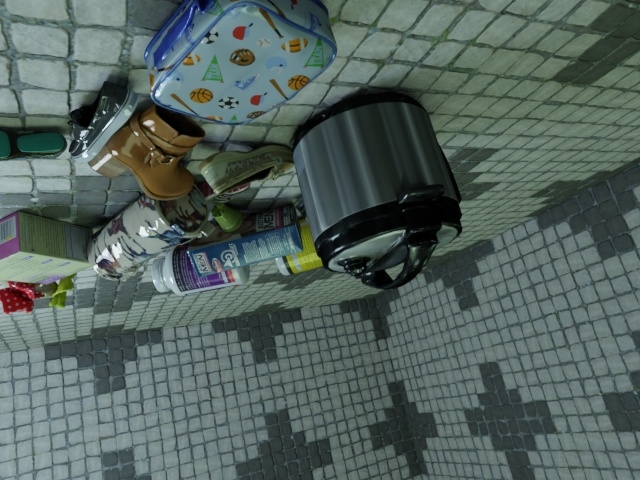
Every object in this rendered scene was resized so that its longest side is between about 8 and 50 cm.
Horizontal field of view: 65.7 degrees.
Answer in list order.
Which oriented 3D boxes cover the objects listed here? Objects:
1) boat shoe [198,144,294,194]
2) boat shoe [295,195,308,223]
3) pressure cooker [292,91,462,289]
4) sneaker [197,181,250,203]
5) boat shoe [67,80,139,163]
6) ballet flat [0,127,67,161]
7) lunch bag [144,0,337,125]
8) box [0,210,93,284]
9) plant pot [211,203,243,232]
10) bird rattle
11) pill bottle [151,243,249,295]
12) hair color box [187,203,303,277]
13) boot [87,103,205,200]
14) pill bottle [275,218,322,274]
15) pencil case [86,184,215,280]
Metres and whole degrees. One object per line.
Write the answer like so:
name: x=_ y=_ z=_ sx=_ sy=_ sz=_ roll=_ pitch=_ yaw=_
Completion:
boat shoe: x=-0.165 y=-0.170 z=1.225 sx=0.285 sy=0.089 sz=0.104 roll=-18 pitch=167 yaw=-43
boat shoe: x=-0.001 y=-0.143 z=1.570 sx=0.183 sy=0.083 sz=0.065 roll=-46 pitch=155 yaw=12
pressure cooker: x=0.139 y=-0.091 z=1.212 sx=0.376 sy=0.420 sz=0.370 roll=-21 pitch=161 yaw=22
sneaker: x=-0.259 y=-0.141 z=1.365 sx=0.170 sy=0.063 sz=0.075 roll=-14 pitch=164 yaw=21
boat shoe: x=-0.434 y=-0.225 z=0.939 sx=0.228 sy=0.080 sz=0.076 roll=-23 pitch=144 yaw=38
ballet flat: x=-0.599 y=-0.183 z=0.967 sx=0.188 sy=0.070 sz=0.070 roll=-1 pitch=160 yaw=-26
lunch bag: x=-0.136 y=-0.313 z=0.812 sx=0.243 sy=0.115 sz=0.303 roll=7 pitch=155 yaw=-45
box: x=-0.809 y=0.029 z=1.397 sx=0.214 sy=0.117 sz=0.243 roll=-20 pitch=162 yaw=20
plant pot: x=-0.295 y=-0.078 z=1.534 sx=0.083 sy=0.083 sz=0.079 roll=-18 pitch=151 yaw=16
bird rattle: x=-0.931 y=0.151 z=1.588 sx=0.253 sy=0.207 sz=0.143 roll=-13 pitch=128 yaw=-63
pill bottle: x=-0.429 y=0.096 z=1.786 sx=0.323 sy=0.181 sz=0.181 roll=-11 pitch=164 yaw=3
hair color box: x=-0.238 y=-0.004 z=1.606 sx=0.347 sy=0.105 sz=0.174 roll=-15 pitch=-153 yaw=1
boot: x=-0.332 y=-0.196 z=1.092 sx=0.220 sy=0.109 sz=0.283 roll=-26 pitch=152 yaw=26
pill bottle: x=0.000 y=0.000 z=1.804 sx=0.334 sy=0.187 sz=0.188 roll=-15 pitch=163 yaw=6
pencil case: x=-0.485 y=-0.017 z=1.381 sx=0.410 sy=0.183 sz=0.160 roll=-26 pitch=-170 yaw=35
